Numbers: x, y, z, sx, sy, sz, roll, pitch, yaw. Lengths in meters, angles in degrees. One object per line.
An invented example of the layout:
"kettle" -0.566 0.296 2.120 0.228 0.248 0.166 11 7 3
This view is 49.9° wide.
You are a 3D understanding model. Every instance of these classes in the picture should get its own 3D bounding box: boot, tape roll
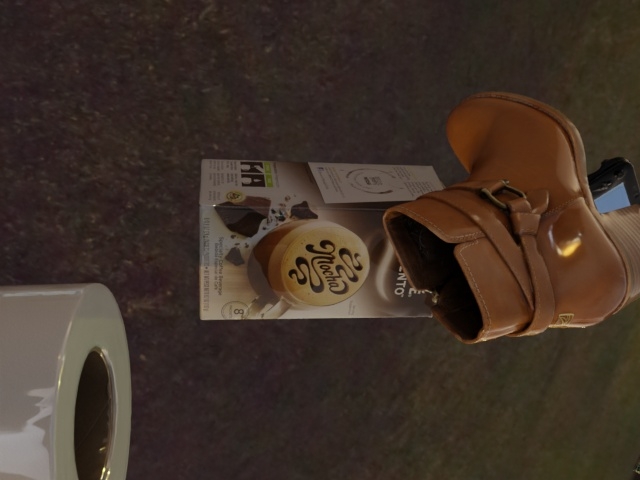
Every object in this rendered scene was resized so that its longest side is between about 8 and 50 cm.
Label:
"boot" 0.140 -0.031 0.605 0.220 0.283 0.109 -13 143 -28
"tape roll" -0.278 0.160 0.606 0.246 0.169 0.245 178 -90 -88

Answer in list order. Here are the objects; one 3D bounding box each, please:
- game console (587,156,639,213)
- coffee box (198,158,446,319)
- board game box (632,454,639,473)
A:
"game console" 0.472 -0.006 1.124 0.213 0.044 0.361 -40 139 6
"coffee box" 0.000 0.000 0.857 0.298 0.118 0.168 0 124 -9
"board game box" 0.506 0.199 0.845 0.259 0.136 0.030 -63 156 -5
